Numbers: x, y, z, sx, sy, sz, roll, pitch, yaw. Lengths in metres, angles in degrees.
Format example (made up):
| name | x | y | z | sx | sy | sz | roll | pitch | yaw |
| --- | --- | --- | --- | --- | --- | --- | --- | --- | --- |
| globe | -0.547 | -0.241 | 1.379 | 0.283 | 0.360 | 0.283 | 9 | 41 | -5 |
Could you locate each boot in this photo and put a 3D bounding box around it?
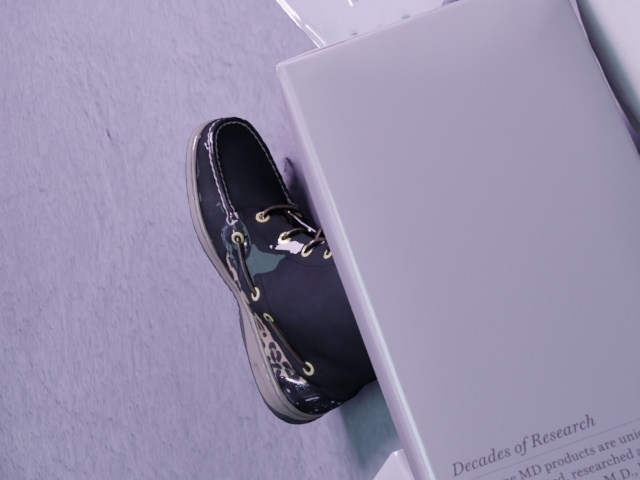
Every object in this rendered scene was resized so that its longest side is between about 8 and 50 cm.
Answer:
| name | x | y | z | sx | sy | sz | roll | pitch | yaw |
| --- | --- | --- | --- | --- | --- | --- | --- | --- | --- |
| boot | 0.002 | 0.001 | 0.917 | 0.178 | 0.085 | 0.236 | -26 | 81 | 49 |

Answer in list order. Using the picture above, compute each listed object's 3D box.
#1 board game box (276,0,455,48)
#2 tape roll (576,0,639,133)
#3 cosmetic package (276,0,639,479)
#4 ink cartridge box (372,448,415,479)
| name | x | y | z | sx | sy | sz | roll | pitch | yaw |
| --- | --- | --- | --- | --- | --- | --- | --- | --- | --- |
| board game box | 0.028 | -0.349 | 0.856 | 0.390 | 0.050 | 0.390 | 52 | 133 | 35 |
| tape roll | 0.234 | -0.151 | 0.546 | 0.286 | 0.100 | 0.286 | 26 | 123 | 49 |
| cosmetic package | 0.113 | 0.076 | 0.663 | 0.197 | 0.155 | 0.366 | 71 | 178 | -71 |
| ink cartridge box | 0.097 | 0.251 | 0.821 | 0.208 | 0.086 | 0.153 | 58 | 136 | 31 |
